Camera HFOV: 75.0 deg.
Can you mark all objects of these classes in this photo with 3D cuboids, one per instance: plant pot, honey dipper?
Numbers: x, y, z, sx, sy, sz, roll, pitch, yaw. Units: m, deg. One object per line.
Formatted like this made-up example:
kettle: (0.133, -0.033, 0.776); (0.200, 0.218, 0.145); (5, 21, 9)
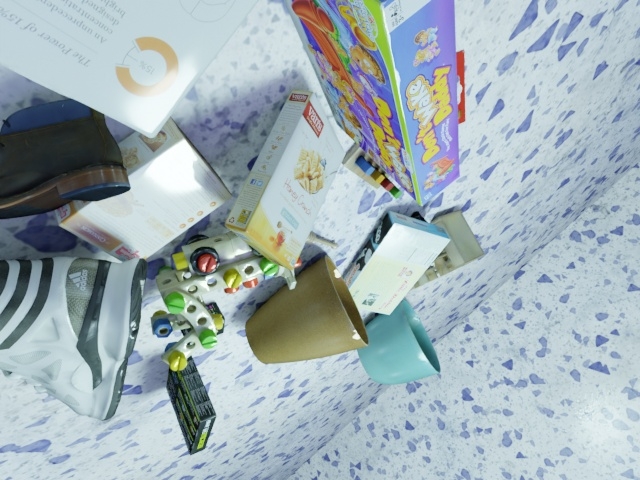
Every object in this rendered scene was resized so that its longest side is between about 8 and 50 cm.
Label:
plant pot: (0.277, 0.404, 1.572); (0.235, 0.293, 0.293); (-30, 152, 16)
honey dipper: (0.000, 0.000, 0.967); (0.030, 0.030, 0.160); (-47, 151, 15)
plant pot: (-0.044, 0.198, 1.021); (0.254, 0.237, 0.237); (-27, 151, 7)

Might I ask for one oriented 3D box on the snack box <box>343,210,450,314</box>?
snack box: (0.194, 0.076, 1.178); (0.187, 0.060, 0.322); (15, 125, -24)

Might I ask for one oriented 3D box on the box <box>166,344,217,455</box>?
box: (-0.309, 0.375, 0.980); (0.045, 0.191, 0.184); (-9, 138, -37)

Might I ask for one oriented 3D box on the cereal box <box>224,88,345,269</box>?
cereal box: (-0.044, -0.090, 0.671); (0.240, 0.047, 0.173); (-66, 153, -13)

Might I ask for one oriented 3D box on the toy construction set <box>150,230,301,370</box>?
toy construction set: (-0.162, 0.078, 0.777); (0.327, 0.151, 0.215); (-28, 124, -32)

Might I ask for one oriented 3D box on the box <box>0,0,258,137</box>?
box: (-0.135, -0.288, 0.296); (0.345, 0.168, 0.215); (-46, 149, 12)

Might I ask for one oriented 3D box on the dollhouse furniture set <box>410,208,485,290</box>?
dollhouse furniture set: (0.382, 0.032, 1.356); (0.212, 0.161, 0.242); (-18, 166, -30)

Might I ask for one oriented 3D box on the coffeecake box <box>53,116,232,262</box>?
coffeecake box: (-0.241, -0.064, 0.582); (0.185, 0.068, 0.142); (-36, 151, -4)

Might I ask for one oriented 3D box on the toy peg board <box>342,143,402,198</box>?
toy peg board: (0.153, -0.171, 0.850); (0.161, 0.079, 0.160); (-48, 149, 14)

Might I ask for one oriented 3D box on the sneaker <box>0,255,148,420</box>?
sneaker: (-0.429, 0.152, 0.641); (0.257, 0.169, 0.447); (10, 139, -24)

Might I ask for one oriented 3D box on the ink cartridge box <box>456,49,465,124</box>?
ink cartridge box: (0.228, -0.260, 0.783); (0.179, 0.045, 0.145); (-28, 124, -23)

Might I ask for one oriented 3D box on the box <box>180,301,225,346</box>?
box: (-0.258, 0.183, 0.912); (0.083, 0.052, 0.062); (-18, 146, -32)

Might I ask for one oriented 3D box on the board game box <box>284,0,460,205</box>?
board game box: (0.068, -0.221, 0.539); (0.078, 0.233, 0.347); (-38, 149, -1)

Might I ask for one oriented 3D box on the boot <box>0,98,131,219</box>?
boot: (-0.329, -0.087, 0.471); (0.219, 0.106, 0.082); (-11, 180, 2)

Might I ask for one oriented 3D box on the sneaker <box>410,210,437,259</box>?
sneaker: (0.303, -0.009, 1.201); (0.170, 0.051, 0.089); (37, 126, -21)
